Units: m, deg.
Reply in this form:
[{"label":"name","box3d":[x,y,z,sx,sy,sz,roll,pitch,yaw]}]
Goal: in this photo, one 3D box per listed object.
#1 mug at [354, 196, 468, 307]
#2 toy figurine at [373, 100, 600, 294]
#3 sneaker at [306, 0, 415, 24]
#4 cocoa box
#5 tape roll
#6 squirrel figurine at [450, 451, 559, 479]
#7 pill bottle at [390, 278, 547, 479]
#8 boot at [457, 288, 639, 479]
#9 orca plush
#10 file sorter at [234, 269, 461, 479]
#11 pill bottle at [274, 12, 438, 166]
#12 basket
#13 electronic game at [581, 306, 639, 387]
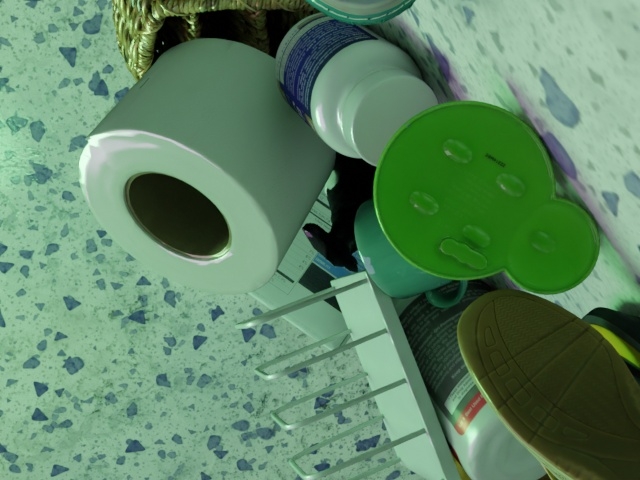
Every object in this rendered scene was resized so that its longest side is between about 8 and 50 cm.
[{"label":"mug","box3d":[0.126,-0.001,0.960,0.157,0.097,0.130,23,-128,-45]},{"label":"toy figurine","box3d":[0.132,-0.036,0.650,0.173,0.130,0.159,31,-168,2]},{"label":"sneaker","box3d":[-0.015,-0.237,0.496,0.302,0.108,0.121,64,-177,22]},{"label":"cocoa box","box3d":[0.000,0.000,1.329,0.231,0.228,0.347,35,-176,-2]},{"label":"tape roll","box3d":[-0.123,-0.080,0.908,0.246,0.169,0.246,18,141,15]},{"label":"squirrel figurine","box3d":[0.239,0.419,1.146,0.370,0.397,0.281,40,172,50]},{"label":"pill bottle","box3d":[0.189,0.152,1.055,0.176,0.176,0.318,56,178,-41]},{"label":"boot","box3d":[0.206,0.169,0.597,0.262,0.095,0.203,43,166,31]},{"label":"orca plush","box3d":[0.045,-0.088,1.052,0.151,0.102,0.287,25,-144,12]},{"label":"file sorter","box3d":[0.024,0.199,1.023,0.193,0.173,0.278,151,97,-77]},{"label":"pill bottle","box3d":[0.034,-0.142,0.762,0.112,0.112,0.187,56,179,-34]},{"label":"basket","box3d":[-0.120,-0.224,1.005,0.223,0.213,0.299,54,165,23]},{"label":"electronic game","box3d":[0.276,0.148,0.609,0.229,0.048,0.229,56,178,3]}]
